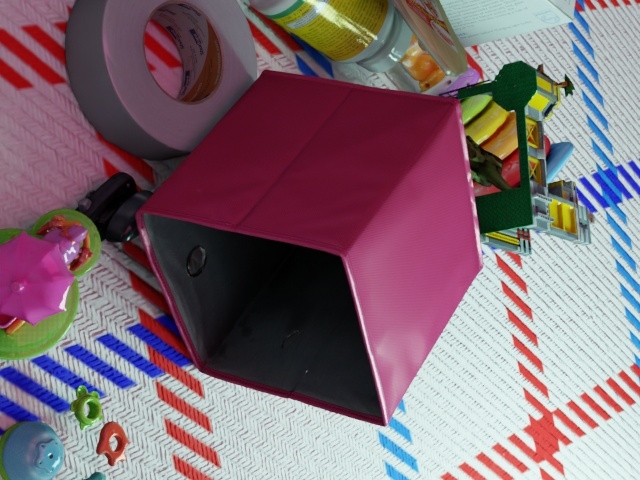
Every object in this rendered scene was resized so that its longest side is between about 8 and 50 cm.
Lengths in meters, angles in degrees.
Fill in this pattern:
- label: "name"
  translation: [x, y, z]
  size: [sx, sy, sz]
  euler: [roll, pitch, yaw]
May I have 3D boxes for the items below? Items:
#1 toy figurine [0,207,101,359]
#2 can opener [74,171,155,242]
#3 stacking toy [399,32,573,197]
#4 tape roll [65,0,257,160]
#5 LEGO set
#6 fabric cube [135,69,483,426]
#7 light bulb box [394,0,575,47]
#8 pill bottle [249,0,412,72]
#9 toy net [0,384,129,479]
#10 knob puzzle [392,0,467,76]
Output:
- label: "toy figurine"
  translation: [-0.257, 0.026, 1.137]
  size: [0.130, 0.159, 0.173]
  euler: [49, 67, -9]
- label: "can opener"
  translation: [-0.248, -0.003, 1.260]
  size: [0.186, 0.073, 0.059]
  euler: [-44, 121, -30]
- label: "stacking toy"
  translation: [0.191, -0.174, 1.697]
  size: [0.302, 0.175, 0.166]
  euler: [51, 54, -11]
- label: "tape roll"
  translation: [-0.173, -0.201, 1.355]
  size: [0.219, 0.072, 0.219]
  euler: [7, 80, -45]
- label: "LEGO set"
  translation: [0.201, -0.079, 1.563]
  size: [0.192, 0.331, 0.254]
  euler: [14, 61, -52]
- label: "fabric cube"
  translation: [0.000, 0.000, 1.329]
  size: [0.258, 0.259, 0.254]
  euler: [-54, 143, -36]
- label: "light bulb box"
  translation: [0.174, -0.504, 1.647]
  size: [0.361, 0.225, 0.357]
  euler: [26, 67, -40]
- label: "pill bottle"
  translation: [0.017, -0.294, 1.533]
  size: [0.208, 0.118, 0.117]
  euler: [26, 66, -41]
- label: "toy net"
  translation: [-0.231, 0.268, 1.250]
  size: [0.122, 0.045, 0.232]
  euler: [-43, 116, -43]
- label: "knob puzzle"
  translation: [0.120, -0.270, 1.507]
  size: [0.213, 0.030, 0.213]
  euler: [46, 23, -26]
